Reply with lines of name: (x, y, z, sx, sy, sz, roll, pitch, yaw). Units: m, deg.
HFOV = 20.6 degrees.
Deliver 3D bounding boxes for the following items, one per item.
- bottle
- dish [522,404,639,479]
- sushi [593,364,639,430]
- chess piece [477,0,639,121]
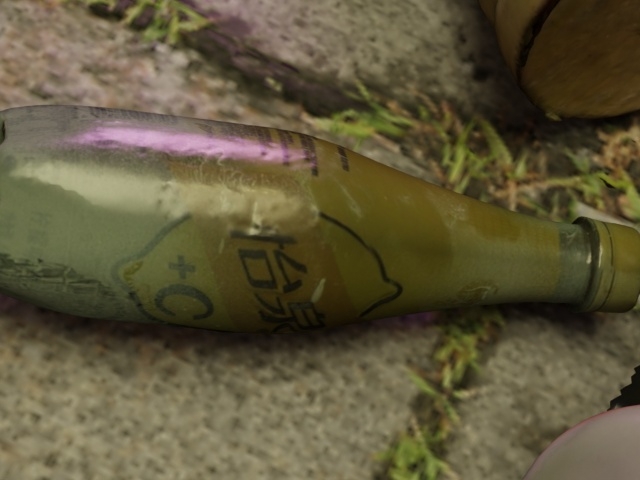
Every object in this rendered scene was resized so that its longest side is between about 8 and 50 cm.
bottle: (0.000, 0.000, 0.701, 0.270, 0.083, 0.083, 8, 63, -13)
dish: (0.151, 0.157, 0.578, 0.229, 0.081, 0.229, 1, 94, 13)
sushi: (0.257, 0.169, 0.650, 0.373, 0.100, 0.296, 33, 100, 8)
chess piece: (0.082, -0.200, 0.806, 0.137, 0.137, 0.301, -17, 58, -19)
